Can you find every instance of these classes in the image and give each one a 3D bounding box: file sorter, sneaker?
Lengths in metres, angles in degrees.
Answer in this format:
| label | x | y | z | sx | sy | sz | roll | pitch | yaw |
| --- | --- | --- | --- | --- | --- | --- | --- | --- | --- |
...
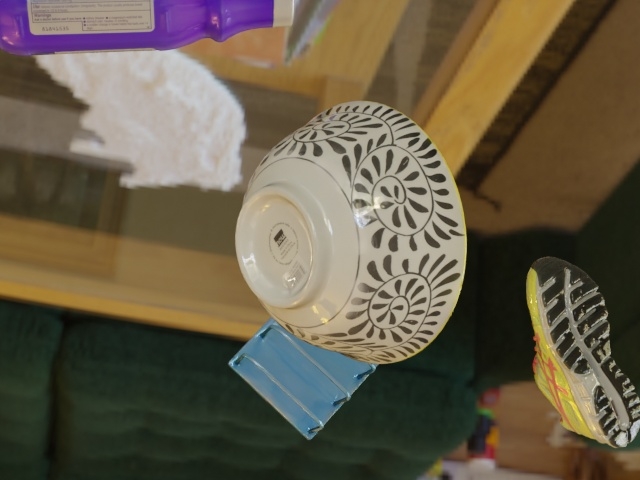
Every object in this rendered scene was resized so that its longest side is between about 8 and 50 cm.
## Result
| label | x | y | z | sx | sy | sz | roll | pitch | yaw |
| --- | --- | --- | --- | --- | --- | --- | --- | --- | --- |
| file sorter | 0.010 | 0.101 | 1.365 | 0.118 | 0.170 | 0.104 | 43 | 165 | 0 |
| sneaker | 0.243 | 0.115 | 1.332 | 0.081 | 0.208 | 0.094 | -29 | -166 | -31 |

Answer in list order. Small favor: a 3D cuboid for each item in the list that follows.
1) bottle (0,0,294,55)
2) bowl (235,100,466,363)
| label | x | y | z | sx | sy | sz | roll | pitch | yaw |
| --- | --- | --- | --- | --- | --- | --- | --- | --- | --- |
| bottle | -0.168 | -0.234 | 1.273 | 0.283 | 0.118 | 0.092 | -3 | 125 | -6 |
| bowl | 0.000 | 0.000 | 0.819 | 0.080 | 0.170 | 0.170 | -9 | 169 | -43 |
